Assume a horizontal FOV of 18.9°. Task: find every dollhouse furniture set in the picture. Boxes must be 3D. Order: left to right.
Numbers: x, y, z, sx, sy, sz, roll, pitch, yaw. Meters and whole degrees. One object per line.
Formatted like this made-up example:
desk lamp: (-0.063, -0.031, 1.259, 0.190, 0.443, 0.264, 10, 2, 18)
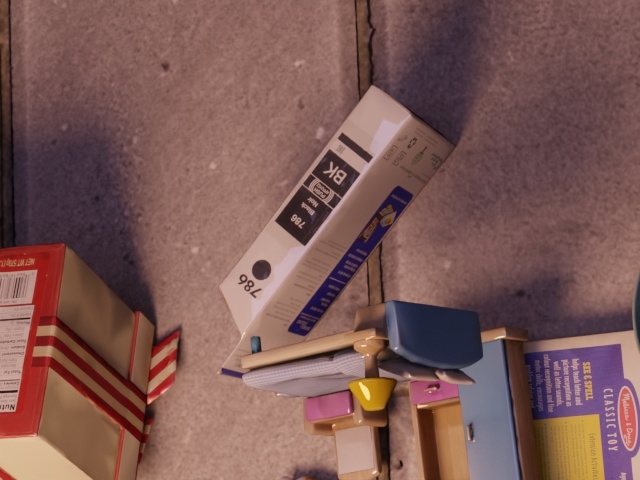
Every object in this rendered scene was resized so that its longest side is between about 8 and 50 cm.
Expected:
dollhouse furniture set: (0.038, 0.190, 1.854, 0.286, 0.303, 0.198, -15, 74, 34)

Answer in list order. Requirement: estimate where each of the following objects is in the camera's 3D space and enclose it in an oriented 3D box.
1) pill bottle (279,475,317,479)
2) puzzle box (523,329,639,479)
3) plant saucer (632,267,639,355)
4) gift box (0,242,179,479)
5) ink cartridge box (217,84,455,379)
pill bottle: (-0.005, 0.276, 2.033, 0.083, 0.043, 0.043, 16, 87, 21)
puzzle box: (0.294, 0.294, 1.920, 0.272, 0.052, 0.409, -7, 79, 19)
plant saucer: (0.462, 0.073, 1.853, 0.317, 0.044, 0.318, -5, 60, 10)
gift box: (-0.313, 0.145, 2.058, 0.255, 0.258, 0.276, -1, 62, 21)
ink cartridge box: (0.000, 0.000, 2.010, 0.065, 0.165, 0.333, 38, 94, 21)
